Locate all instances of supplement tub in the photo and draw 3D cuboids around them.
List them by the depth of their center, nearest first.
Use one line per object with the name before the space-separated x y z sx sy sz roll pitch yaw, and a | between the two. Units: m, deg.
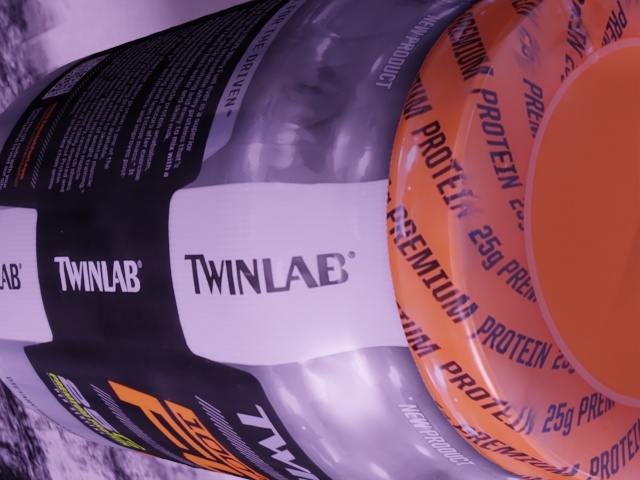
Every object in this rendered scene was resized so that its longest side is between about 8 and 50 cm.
supplement tub | 0.000 0.000 0.474 0.316 0.193 0.193 -3 107 54
